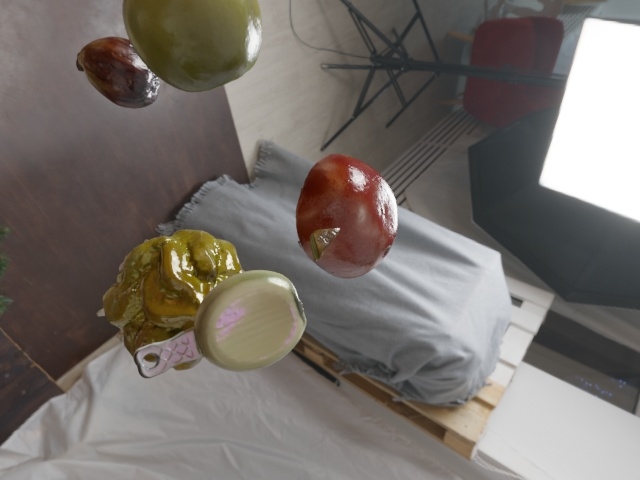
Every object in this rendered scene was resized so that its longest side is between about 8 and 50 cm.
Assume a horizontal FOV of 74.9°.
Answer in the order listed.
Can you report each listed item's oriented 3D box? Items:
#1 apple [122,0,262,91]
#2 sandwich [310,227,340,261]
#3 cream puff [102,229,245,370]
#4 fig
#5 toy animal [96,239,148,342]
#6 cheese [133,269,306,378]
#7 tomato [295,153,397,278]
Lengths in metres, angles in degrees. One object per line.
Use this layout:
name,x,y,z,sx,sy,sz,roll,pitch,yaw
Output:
apple,-0.262,-0.468,0.911,0.295,0.233,0.258,-32,120,-11
sandwich,0.000,0.000,0.812,0.083,0.044,0.031,-51,172,-36
cream puff,-0.280,0.153,0.896,0.291,0.257,0.324,19,109,-50
fig,-0.670,-0.569,1.419,0.263,0.224,0.224,32,83,-41
toy animal,-0.503,0.132,1.160,0.140,0.138,0.282,36,97,-29
cheese,-0.133,0.124,0.567,0.227,0.064,0.137,-20,100,-19
tomato,0.098,-0.064,1.057,0.338,0.143,0.338,-2,93,-50
